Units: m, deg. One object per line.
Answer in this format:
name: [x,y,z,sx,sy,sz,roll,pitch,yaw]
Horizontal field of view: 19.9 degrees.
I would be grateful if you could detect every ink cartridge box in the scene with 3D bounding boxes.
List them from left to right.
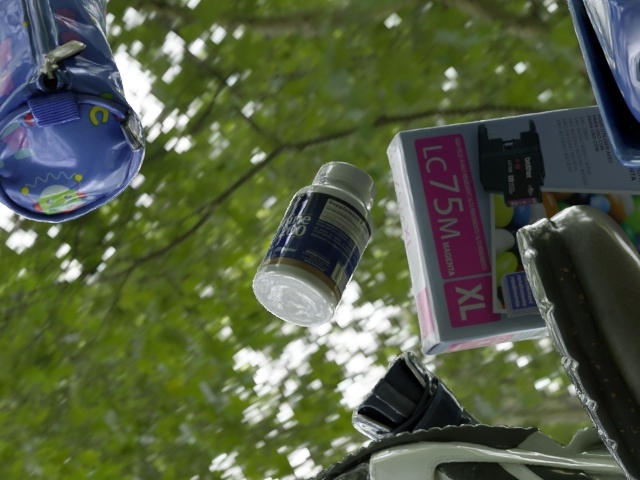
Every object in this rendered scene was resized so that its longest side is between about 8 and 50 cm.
ink cartridge box: [0.225,-0.019,1.541,0.311,0.065,0.185,-8,-102,-13]

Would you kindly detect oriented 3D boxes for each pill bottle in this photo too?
pill bottle: [0.000,0.000,1.380,0.067,0.067,0.120,32,-124,-11]

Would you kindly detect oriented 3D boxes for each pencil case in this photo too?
pencil case: [-0.211,-0.154,1.402,0.119,0.133,0.306,-7,-135,-9]

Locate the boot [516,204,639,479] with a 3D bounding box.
boot: [0.255,0.082,0.801,0.223,0.118,0.338,-35,-87,6]

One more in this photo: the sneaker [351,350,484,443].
sneaker: [0.115,0.180,1.534,0.163,0.226,0.086,44,-97,-23]

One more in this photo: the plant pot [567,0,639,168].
plant pot: [0.298,-0.191,1.339,0.236,0.212,0.236,-9,-132,0]

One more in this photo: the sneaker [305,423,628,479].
sneaker: [0.120,0.186,1.009,0.122,0.331,0.146,56,-148,-46]
